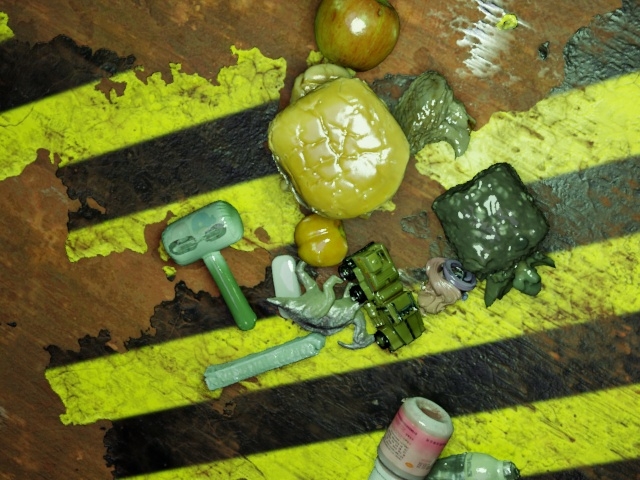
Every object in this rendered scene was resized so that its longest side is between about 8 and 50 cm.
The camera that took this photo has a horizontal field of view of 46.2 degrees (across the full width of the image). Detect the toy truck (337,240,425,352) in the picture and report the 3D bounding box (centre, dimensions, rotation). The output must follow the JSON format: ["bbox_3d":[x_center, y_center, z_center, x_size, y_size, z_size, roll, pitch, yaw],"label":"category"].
[{"bbox_3d":[0.160,0.133,1.783,0.127,0.127,0.257,-30,99,-24],"label":"toy truck"}]

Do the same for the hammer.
[{"bbox_3d":[-0.247,0.077,1.899,0.206,0.119,0.336,-23,101,16],"label":"hammer"}]

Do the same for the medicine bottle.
[{"bbox_3d":[0.216,0.517,1.849,0.147,0.147,0.247,28,104,6],"label":"medicine bottle"}]

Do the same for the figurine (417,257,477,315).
[{"bbox_3d":[0.283,0.112,1.779,0.157,0.114,0.126,-43,74,17],"label":"figurine"}]

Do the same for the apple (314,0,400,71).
[{"bbox_3d":[0.077,-0.475,1.684,0.195,0.196,0.196,2,100,12],"label":"apple"}]

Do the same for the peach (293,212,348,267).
[{"bbox_3d":[0.000,0.000,1.813,0.138,0.138,0.138,2,100,12],"label":"peach"}]

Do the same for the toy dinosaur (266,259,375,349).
[{"bbox_3d":[0.023,0.163,1.855,0.294,0.077,0.162,27,97,1],"label":"toy dinosaur"}]

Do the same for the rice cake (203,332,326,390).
[{"bbox_3d":[-0.141,0.309,1.930,0.336,0.066,0.063,-19,95,14],"label":"rice cake"}]

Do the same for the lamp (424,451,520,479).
[{"bbox_3d":[0.365,0.575,1.853,0.250,0.101,0.101,-13,97,26],"label":"lamp"}]

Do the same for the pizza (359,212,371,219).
[{"bbox_3d":[0.131,-0.150,1.770,0.195,0.185,0.052,-43,47,-6],"label":"pizza"}]

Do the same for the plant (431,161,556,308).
[{"bbox_3d":[0.403,-0.003,1.681,0.215,0.213,0.312,-26,92,13],"label":"plant"}]

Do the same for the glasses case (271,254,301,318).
[{"bbox_3d":[-0.083,0.117,1.896,0.063,0.041,0.164,-8,98,12],"label":"glasses case"}]

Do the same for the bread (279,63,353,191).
[{"bbox_3d":[0.003,-0.258,1.760,0.172,0.121,0.311,6,109,-9],"label":"bread"}]

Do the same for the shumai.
[{"bbox_3d":[0.259,-0.266,1.716,0.175,0.166,0.206,25,118,-20],"label":"shumai"}]

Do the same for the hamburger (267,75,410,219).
[{"bbox_3d":[0.040,-0.187,1.621,0.318,0.158,0.319,2,101,10],"label":"hamburger"}]
